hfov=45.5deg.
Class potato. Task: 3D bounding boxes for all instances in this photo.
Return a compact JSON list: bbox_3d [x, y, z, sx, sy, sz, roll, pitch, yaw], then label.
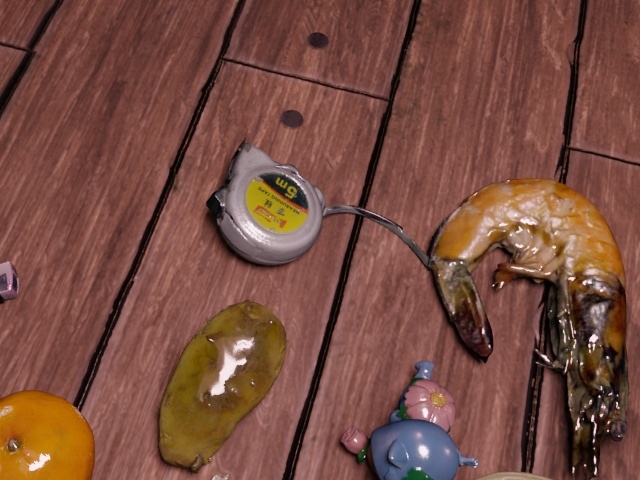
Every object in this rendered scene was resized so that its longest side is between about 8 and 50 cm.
[{"bbox_3d":[-0.125,0.176,0.945,0.117,0.090,0.225,31,71,4],"label":"potato"}]

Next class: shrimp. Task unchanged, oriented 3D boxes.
[{"bbox_3d":[0.291,0.099,1.026,0.272,0.085,0.445,-1,60,-3],"label":"shrimp"}]

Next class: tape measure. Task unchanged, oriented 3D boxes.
[{"bbox_3d":[0.000,0.000,1.072,0.330,0.084,0.164,32,64,-9],"label":"tape measure"}]

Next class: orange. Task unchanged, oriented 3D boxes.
[{"bbox_3d":[-0.337,0.248,0.869,0.156,0.124,0.156,2,66,-5],"label":"orange"}]

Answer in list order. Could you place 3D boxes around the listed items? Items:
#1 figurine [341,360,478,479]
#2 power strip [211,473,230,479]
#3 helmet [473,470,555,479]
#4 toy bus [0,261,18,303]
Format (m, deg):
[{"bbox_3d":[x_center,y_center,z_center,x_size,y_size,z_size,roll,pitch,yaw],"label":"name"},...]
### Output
[{"bbox_3d":[0.108,0.242,0.933,0.114,0.144,0.178,47,39,-22],"label":"figurine"},{"bbox_3d":[-0.135,0.316,0.912,0.027,0.017,0.083,34,66,11],"label":"power strip"},{"bbox_3d":[0.187,0.386,0.843,0.258,0.137,0.204,-23,29,2],"label":"helmet"},{"bbox_3d":[-0.465,0.067,0.999,0.131,0.037,0.052,-15,68,-12],"label":"toy bus"}]
